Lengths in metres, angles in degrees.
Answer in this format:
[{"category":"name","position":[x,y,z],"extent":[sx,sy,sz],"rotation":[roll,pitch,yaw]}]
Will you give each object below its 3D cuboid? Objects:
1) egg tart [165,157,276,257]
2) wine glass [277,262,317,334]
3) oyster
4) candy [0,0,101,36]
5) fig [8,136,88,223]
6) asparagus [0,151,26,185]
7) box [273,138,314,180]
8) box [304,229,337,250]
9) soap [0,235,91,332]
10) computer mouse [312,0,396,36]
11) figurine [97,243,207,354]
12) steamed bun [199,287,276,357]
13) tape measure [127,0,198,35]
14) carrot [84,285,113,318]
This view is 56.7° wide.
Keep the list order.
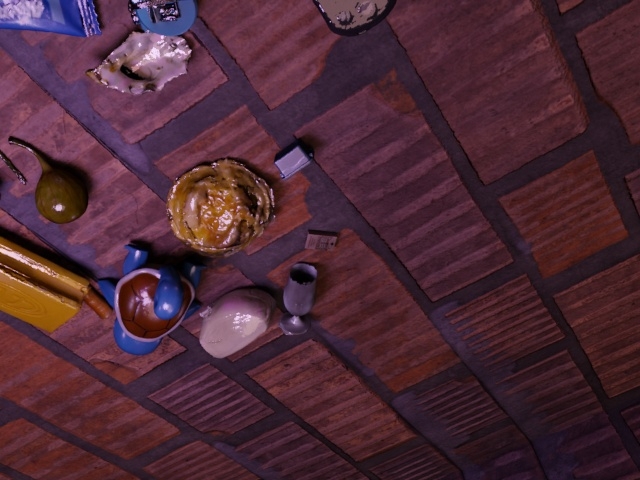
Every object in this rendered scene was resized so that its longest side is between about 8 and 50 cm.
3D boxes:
[{"category":"egg tart","position":[-0.253,-0.063,1.516],"extent":[0.297,0.132,0.297],"rotation":[-4,124,-5]},{"category":"wine glass","position":[-0.065,0.174,1.754],"extent":[0.103,0.103,0.222],"rotation":[2,129,-10]},{"category":"oyster","position":[-0.379,-0.376,1.273],"extent":[0.209,0.072,0.133],"rotation":[-41,120,0]},{"category":"candy","position":[-0.608,-0.484,1.141],"extent":[0.331,0.077,0.187],"rotation":[0,137,-8]},{"category":"fig","position":[-0.650,-0.149,1.411],"extent":[0.124,0.124,0.236],"rotation":[-27,105,14]},{"category":"asparagus","position":[-0.749,-0.193,1.399],"extent":[0.016,0.016,0.163],"rotation":[-39,129,-10]},{"category":"box","position":[-0.068,-0.202,1.458],"extent":[0.099,0.074,0.054],"rotation":[-33,116,17]},{"category":"box","position":[0.000,0.000,1.665],"extent":[0.083,0.024,0.053],"rotation":[6,128,-11]},{"category":"soap","position":[-0.801,0.111,1.562],"extent":[0.324,0.096,0.204],"rotation":[34,132,-29]},{"category":"computer mouse","position":[0.036,-0.544,1.166],"extent":[0.170,0.100,0.269],"rotation":[-31,123,14]},{"category":"figurine","position":[-0.445,0.156,1.633],"extent":[0.298,0.243,0.416],"rotation":[11,148,-28]},{"category":"steamed bun","position":[-0.254,0.226,1.734],"extent":[0.238,0.170,0.152],"rotation":[-37,106,21]},{"category":"tape measure","position":[-0.312,-0.476,1.185],"extent":[0.146,0.081,0.125],"rotation":[-11,141,-3]},{"category":"carrot","position":[-0.654,0.166,1.696],"extent":[0.048,0.048,0.139],"rotation":[-23,127,11]}]
